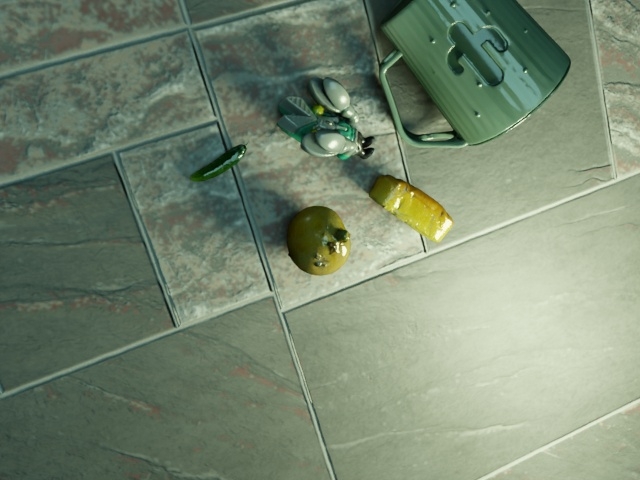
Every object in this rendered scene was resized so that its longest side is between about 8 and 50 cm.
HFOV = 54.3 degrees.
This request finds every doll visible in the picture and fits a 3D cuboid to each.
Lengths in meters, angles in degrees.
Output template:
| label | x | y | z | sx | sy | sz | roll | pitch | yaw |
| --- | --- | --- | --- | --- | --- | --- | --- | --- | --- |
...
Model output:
| label | x | y | z | sx | sy | sz | roll | pitch | yaw |
| --- | --- | --- | --- | --- | --- | --- | --- | --- | --- |
| doll | 0.024 | -0.291 | 1.504 | 0.258 | 0.153 | 0.195 | -12 | 75 | -41 |

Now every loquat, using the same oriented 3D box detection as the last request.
| label | x | y | z | sx | sy | sz | roll | pitch | yaw |
| --- | --- | --- | --- | --- | --- | --- | --- | --- | --- |
| loquat | 0.000 | 0.000 | 1.518 | 0.149 | 0.204 | 0.172 | -8 | 91 | -36 |

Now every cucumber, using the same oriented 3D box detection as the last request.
| label | x | y | z | sx | sy | sz | roll | pitch | yaw |
| --- | --- | --- | --- | --- | --- | --- | --- | --- | --- |
| cucumber | -0.234 | -0.182 | 1.487 | 0.168 | 0.039 | 0.039 | -34 | 108 | -8 |

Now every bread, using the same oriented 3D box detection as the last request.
| label | x | y | z | sx | sy | sz | roll | pitch | yaw |
| --- | --- | --- | --- | --- | --- | --- | --- | --- | --- |
| bread | 0.241 | -0.087 | 1.631 | 0.245 | 0.102 | 0.094 | 31 | 96 | -19 |

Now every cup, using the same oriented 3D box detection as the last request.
| label | x | y | z | sx | sy | sz | roll | pitch | yaw |
| --- | --- | --- | --- | --- | --- | --- | --- | --- | --- |
| cup | 0.336 | -0.426 | 1.497 | 0.392 | 0.310 | 0.401 | 44 | 83 | -15 |
